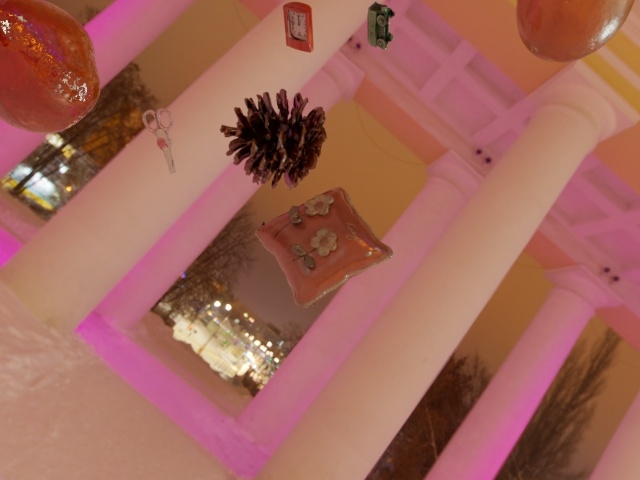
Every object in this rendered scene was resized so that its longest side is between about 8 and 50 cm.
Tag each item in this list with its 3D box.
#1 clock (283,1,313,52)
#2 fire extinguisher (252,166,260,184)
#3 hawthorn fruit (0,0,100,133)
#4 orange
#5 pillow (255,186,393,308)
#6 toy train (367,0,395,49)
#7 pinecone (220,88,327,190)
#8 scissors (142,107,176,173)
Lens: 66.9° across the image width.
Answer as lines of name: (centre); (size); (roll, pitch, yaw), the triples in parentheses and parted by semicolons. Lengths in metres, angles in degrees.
clock: (-0.073, -0.775, 1.756); (0.113, 0.061, 0.155); (27, -34, 24)
fire extinguisher: (-0.188, -0.254, 1.475); (0.035, 0.174, 0.048); (-3, 1, 38)
hawthorn fruit: (-0.442, -0.263, 0.691); (0.196, 0.197, 0.225); (33, 5, 28)
orange: (0.429, -0.424, 0.807); (0.171, 0.241, 0.240); (2, -19, 3)
pillow: (0.000, 0.000, 0.768); (0.179, 0.171, 0.075); (56, -7, 35)
toy train: (0.218, -0.791, 1.792); (0.099, 0.070, 0.172); (29, -28, 23)
pinecone: (-0.117, -0.248, 1.204); (0.264, 0.264, 0.264); (38, -14, 11)
scissors: (-0.583, -0.366, 1.807); (0.118, 0.031, 0.242); (-1, -64, 16)
